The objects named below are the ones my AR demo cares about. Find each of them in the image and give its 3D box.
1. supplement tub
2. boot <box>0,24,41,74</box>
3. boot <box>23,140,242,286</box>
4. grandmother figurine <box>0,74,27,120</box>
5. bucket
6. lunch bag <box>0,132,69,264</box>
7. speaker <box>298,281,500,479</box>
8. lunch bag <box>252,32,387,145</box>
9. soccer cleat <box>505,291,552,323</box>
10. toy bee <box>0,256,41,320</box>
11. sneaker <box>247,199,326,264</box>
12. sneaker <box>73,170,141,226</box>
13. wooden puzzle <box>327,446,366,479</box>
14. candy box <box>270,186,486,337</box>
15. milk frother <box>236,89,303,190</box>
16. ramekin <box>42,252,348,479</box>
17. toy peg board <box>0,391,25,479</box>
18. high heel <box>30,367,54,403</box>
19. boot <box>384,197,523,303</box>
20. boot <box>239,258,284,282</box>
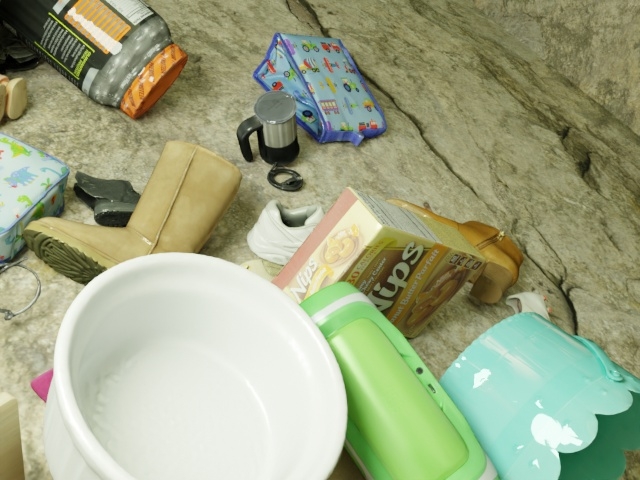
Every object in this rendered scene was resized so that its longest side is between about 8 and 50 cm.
[{"bbox_3d":[-0.429,-0.398,1.269,0.338,0.207,0.207,41,33,-9],"label":"supplement tub"},{"bbox_3d":[-0.603,-0.392,1.327,0.161,0.083,0.246,42,38,5],"label":"boot"},{"bbox_3d":[-0.264,-0.047,1.003,0.236,0.089,0.269,30,51,-16],"label":"boot"},{"bbox_3d":[-0.676,-0.285,1.112,0.342,0.104,0.208,22,15,0],"label":"grandmother figurine"},{"bbox_3d":[0.274,0.239,0.871,0.281,0.281,0.183,-7,38,-38],"label":"bucket"},{"bbox_3d":[-0.471,-0.064,0.948,0.176,0.090,0.219,24,35,-4],"label":"lunch bag"},{"bbox_3d":[0.075,0.194,0.780,0.131,0.131,0.296,-16,62,-44],"label":"speaker"},{"bbox_3d":[0.020,-0.340,1.607,0.221,0.138,0.293,-12,59,-45],"label":"lunch bag"},{"bbox_3d":[0.395,0.170,1.221,0.076,0.068,0.196,-1,39,-11],"label":"soccer cleat"},{"bbox_3d":[-0.474,0.037,0.725,0.298,0.162,0.195,-23,93,-22],"label":"toy bee"},{"bbox_3d":[0.000,0.000,1.139,0.232,0.115,0.090,17,36,-13],"label":"sneaker"},{"bbox_3d":[-0.304,-0.063,1.087,0.170,0.051,0.089,3,45,-24],"label":"sneaker"},{"bbox_3d":[-0.071,0.288,0.735,0.348,0.080,0.322,7,46,-33],"label":"wooden puzzle"},{"bbox_3d":[0.095,0.046,0.999,0.316,0.183,0.087,14,30,-52],"label":"candy box"},{"bbox_3d":[-0.077,-0.188,1.319,0.143,0.134,0.129,37,67,20],"label":"milk frother"},{"bbox_3d":[-0.125,0.158,0.654,0.277,0.135,0.277,21,39,-18],"label":"ramekin"},{"bbox_3d":[-0.356,0.223,0.599,0.079,0.160,0.161,22,31,23],"label":"toy peg board"},{"bbox_3d":[-0.244,0.132,0.859,0.117,0.082,0.244,23,40,6],"label":"high heel"},{"bbox_3d":[0.259,-0.004,1.339,0.295,0.104,0.211,37,30,7],"label":"boot"},{"bbox_3d":[-0.103,0.118,0.939,0.262,0.095,0.203,1,42,-33],"label":"boot"}]
